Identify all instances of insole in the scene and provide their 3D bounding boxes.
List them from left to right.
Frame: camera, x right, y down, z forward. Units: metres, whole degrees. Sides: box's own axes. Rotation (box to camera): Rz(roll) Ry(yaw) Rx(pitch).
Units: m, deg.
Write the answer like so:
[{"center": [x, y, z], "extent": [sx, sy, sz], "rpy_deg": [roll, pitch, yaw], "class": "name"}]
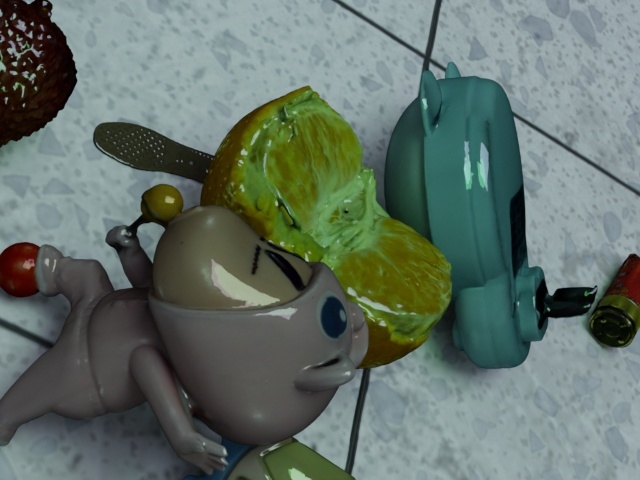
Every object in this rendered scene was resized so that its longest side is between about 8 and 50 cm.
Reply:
[{"center": [-0.136, -0.074, 1.187], "extent": [0.135, 0.002, 0.045], "rpy_deg": [18, 58, -29], "class": "insole"}]

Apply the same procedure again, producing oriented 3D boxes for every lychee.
[{"center": [-0.251, -0.134, 1.056], "extent": [0.123, 0.123, 0.129], "rpy_deg": [44, 57, -10], "class": "lychee"}]

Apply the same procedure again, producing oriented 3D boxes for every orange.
[{"center": [-0.005, 0.000, 1.140], "extent": [0.237, 0.158, 0.179], "rpy_deg": [53, 39, -8], "class": "orange"}]

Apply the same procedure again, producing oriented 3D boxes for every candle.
[{"center": [0.328, 0.057, 1.437], "extent": [0.052, 0.052, 0.130], "rpy_deg": [47, 47, -7], "class": "candle"}]

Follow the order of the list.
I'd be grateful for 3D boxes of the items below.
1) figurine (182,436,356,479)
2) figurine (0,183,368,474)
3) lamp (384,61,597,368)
[{"center": [-0.017, 0.254, 1.026], "extent": [0.262, 0.154, 0.180], "rpy_deg": [42, 55, 11], "class": "figurine"}, {"center": [-0.112, 0.060, 0.982], "extent": [0.176, 0.287, 0.186], "rpy_deg": [-62, 148, -67], "class": "figurine"}, {"center": [0.142, -0.021, 1.261], "extent": [0.284, 0.147, 0.209], "rpy_deg": [64, 21, -3], "class": "lamp"}]
